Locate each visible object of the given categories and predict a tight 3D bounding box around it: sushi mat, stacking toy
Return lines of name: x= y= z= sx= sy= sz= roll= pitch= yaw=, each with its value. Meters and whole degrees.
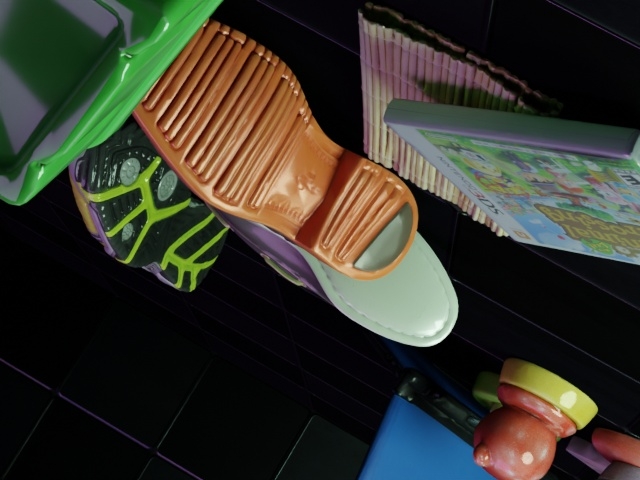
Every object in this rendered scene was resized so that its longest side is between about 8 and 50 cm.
sushi mat: x=0.097 y=-0.082 z=1.192 sx=0.151 sy=0.019 sz=0.316 roll=30 pitch=169 yaw=9
stacking toy: x=0.293 y=0.276 z=1.910 sx=0.309 sy=0.130 sz=0.279 roll=34 pitch=168 yaw=-10

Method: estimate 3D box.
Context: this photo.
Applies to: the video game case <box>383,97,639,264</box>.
video game case: x=0.175 y=-0.034 z=1.108 sx=0.212 sy=0.023 sz=0.193 roll=12 pitch=162 yaw=44

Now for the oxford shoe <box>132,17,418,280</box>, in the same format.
oxford shoe: x=-0.069 y=-0.083 z=1.352 sx=0.133 sy=0.130 sz=0.364 roll=28 pitch=169 yaw=48

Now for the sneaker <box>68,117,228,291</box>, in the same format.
sneaker: x=-0.236 y=-0.045 z=1.882 sx=0.147 sy=0.145 sz=0.384 roll=27 pitch=166 yaw=19

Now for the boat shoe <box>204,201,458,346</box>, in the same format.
boat shoe: x=0.003 y=-0.004 z=1.548 sx=0.305 sy=0.109 sz=0.091 roll=37 pitch=169 yaw=1

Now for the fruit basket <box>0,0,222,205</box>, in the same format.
fruit basket: x=-0.233 y=-0.232 z=1.000 sx=0.392 sy=0.283 sz=0.392 roll=31 pitch=-148 yaw=-22

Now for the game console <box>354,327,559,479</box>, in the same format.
game console: x=0.146 y=0.281 z=2.036 sx=0.293 sy=0.173 sz=0.250 roll=38 pitch=-174 yaw=-29
